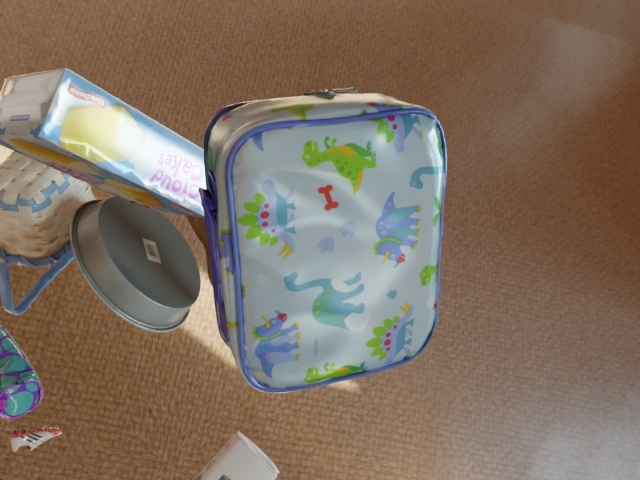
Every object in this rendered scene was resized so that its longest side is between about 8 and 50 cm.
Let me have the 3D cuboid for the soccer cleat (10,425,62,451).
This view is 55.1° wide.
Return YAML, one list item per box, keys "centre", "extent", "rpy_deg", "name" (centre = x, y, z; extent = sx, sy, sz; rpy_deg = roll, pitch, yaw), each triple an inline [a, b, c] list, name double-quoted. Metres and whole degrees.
- centre: [-0.475, 0.332, 1.027]
  extent: [0.083, 0.029, 0.035]
  rpy_deg: [8, 76, -47]
  name: "soccer cleat"

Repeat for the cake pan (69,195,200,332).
- centre: [-0.335, 0.033, 1.162]
  extent: [0.054, 0.293, 0.293]
  rpy_deg: [-34, 79, 19]
  name: "cake pan"

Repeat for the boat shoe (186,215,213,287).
- centre: [-0.162, 0.005, 1.128]
  extent: [0.098, 0.277, 0.096]
  rpy_deg: [-9, 26, 15]
  name: "boat shoe"

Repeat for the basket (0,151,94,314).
- centre: [-0.569, -0.028, 1.234]
  extent: [0.201, 0.289, 0.255]
  rpy_deg: [9, 34, 6]
  name: "basket"

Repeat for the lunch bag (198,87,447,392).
- centre: [0.000, 0.000, 0.465]
  extent: [0.176, 0.090, 0.219]
  rpy_deg: [-11, 116, -19]
  name: "lunch bag"

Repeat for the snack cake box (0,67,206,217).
- centre: [-0.275, -0.119, 0.816]
  extent: [0.264, 0.152, 0.089]
  rpy_deg: [28, 73, -48]
  name: "snack cake box"

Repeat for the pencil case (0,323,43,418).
- centre: [-0.458, 0.181, 0.878]
  extent: [0.152, 0.064, 0.070]
  rpy_deg: [37, 19, 34]
  name: "pencil case"

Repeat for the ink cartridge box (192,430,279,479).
- centre: [-0.175, 0.423, 0.996]
  extent: [0.092, 0.158, 0.218]
  rpy_deg: [45, 74, 3]
  name: "ink cartridge box"
